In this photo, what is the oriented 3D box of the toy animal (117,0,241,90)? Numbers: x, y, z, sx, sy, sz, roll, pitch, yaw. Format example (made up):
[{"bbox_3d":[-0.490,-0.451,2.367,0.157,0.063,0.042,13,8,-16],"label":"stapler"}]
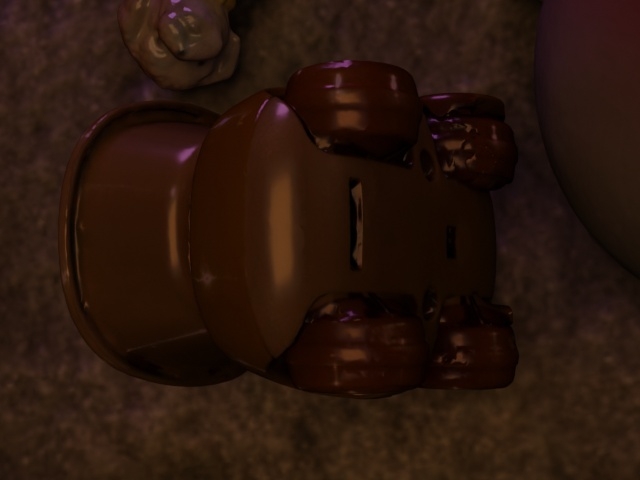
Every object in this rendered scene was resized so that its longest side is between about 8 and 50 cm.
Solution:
[{"bbox_3d":[-0.109,-0.219,0.770,0.183,0.104,0.185,33,109,38],"label":"toy animal"}]

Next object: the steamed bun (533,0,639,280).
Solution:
[{"bbox_3d":[0.253,-0.121,0.522,0.309,0.309,0.310,-1,84,9],"label":"steamed bun"}]

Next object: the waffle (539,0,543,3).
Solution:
[{"bbox_3d":[0.217,-0.309,0.730,0.262,0.060,0.280,42,91,11],"label":"waffle"}]

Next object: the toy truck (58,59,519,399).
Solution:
[{"bbox_3d":[0.000,0.000,0.640,0.211,0.288,0.205,-3,85,34],"label":"toy truck"}]
